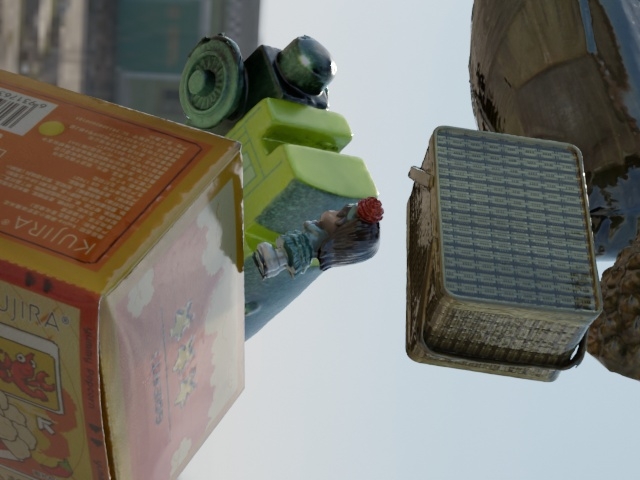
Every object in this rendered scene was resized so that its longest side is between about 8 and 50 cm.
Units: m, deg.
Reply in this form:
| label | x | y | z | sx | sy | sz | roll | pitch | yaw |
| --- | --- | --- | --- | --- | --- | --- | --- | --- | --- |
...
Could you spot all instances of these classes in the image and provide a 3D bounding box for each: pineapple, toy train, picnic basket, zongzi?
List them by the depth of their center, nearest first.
| label | x | y | z | sx | sy | sz | roll | pitch | yaw |
| --- | --- | --- | --- | --- | --- | --- | --- | --- | --- |
| picnic basket | 0.119 | 0.008 | 1.103 | 0.079 | 0.115 | 0.164 | 108 | -14 | -51 |
| pineapple | 0.281 | -0.005 | 1.170 | 0.125 | 0.125 | 0.251 | -107 | -140 | -71 |
| zongzi | 0.233 | -0.220 | 1.495 | 0.403 | 0.208 | 0.432 | -84 | 166 | -72 |
| toy train | -0.120 | -0.034 | 1.896 | 0.442 | 0.179 | 0.272 | -43 | -124 | 33 |

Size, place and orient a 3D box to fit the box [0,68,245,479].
| label | x | y | z | sx | sy | sz | roll | pitch | yaw |
| --- | --- | --- | --- | --- | --- | --- | --- | --- | --- |
| box | -0.226 | 0.041 | 1.256 | 0.214 | 0.284 | 0.259 | -49 | 150 | -45 |

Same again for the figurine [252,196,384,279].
| label | x | y | z | sx | sy | sz | roll | pitch | yaw |
| --- | --- | --- | --- | --- | --- | --- | --- | --- | --- |
| figurine | 0.000 | 0.000 | 1.288 | 0.060 | 0.106 | 0.047 | 88 | -20 | -54 |
